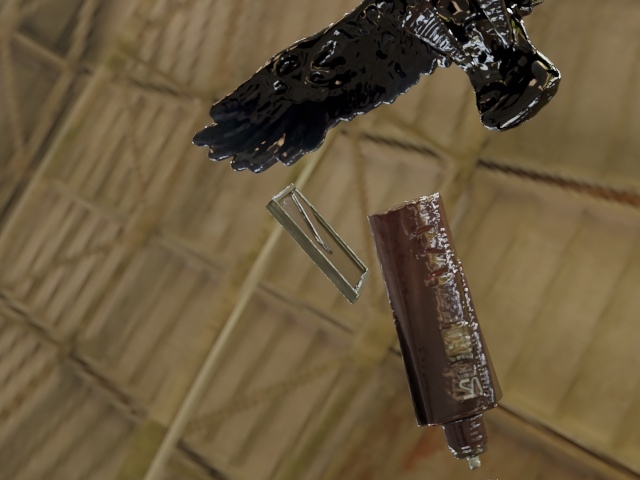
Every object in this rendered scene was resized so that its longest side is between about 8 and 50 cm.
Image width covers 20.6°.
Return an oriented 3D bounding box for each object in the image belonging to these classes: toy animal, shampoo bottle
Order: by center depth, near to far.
[{"bbox_3d":[0.045,-0.088,0.622,0.220,0.062,0.108,-40,-146,10],"label":"toy animal"},{"bbox_3d":[0.092,0.085,1.334,0.068,0.236,0.067,-16,-179,8],"label":"shampoo bottle"}]

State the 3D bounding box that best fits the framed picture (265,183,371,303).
[{"bbox_3d":[0.000,0.000,0.899,0.007,0.066,0.089,-42,-178,9],"label":"framed picture"}]
